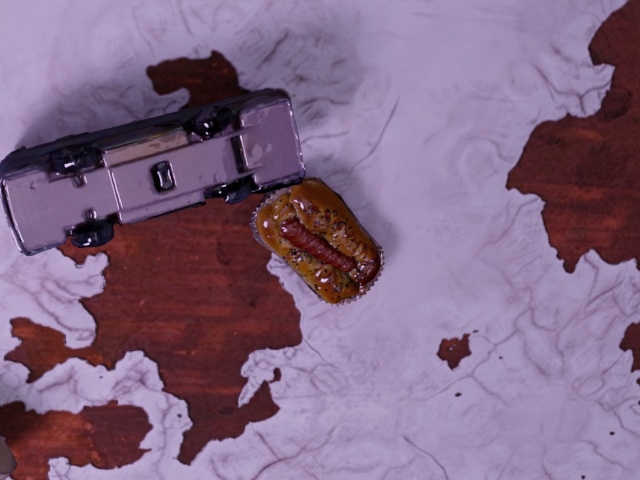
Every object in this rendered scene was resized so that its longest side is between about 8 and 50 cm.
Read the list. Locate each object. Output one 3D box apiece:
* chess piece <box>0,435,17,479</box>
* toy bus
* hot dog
[{"bbox_3d":[-0.507,0.324,1.384,0.307,0.124,0.139,-46,153,9],"label":"chess piece"},{"bbox_3d":[-0.184,-0.082,1.292,0.317,0.138,0.112,-14,113,-12],"label":"toy bus"},{"bbox_3d":[0.000,0.000,1.439,0.108,0.059,0.191,-40,123,7],"label":"hot dog"}]
